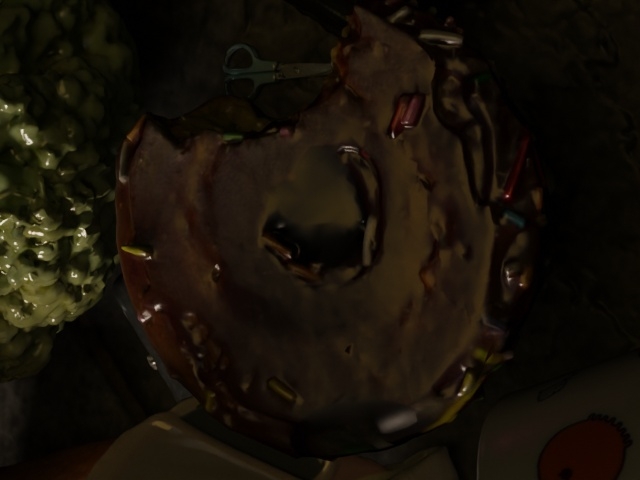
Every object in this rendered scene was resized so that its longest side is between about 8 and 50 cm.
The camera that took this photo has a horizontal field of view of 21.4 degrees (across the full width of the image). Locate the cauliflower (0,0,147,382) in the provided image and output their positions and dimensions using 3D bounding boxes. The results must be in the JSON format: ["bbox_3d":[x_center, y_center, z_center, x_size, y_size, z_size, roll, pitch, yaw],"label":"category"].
[{"bbox_3d":[-0.232,-0.064,0.950,0.281,0.260,0.327,21,114,-9],"label":"cauliflower"}]

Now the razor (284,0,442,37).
[{"bbox_3d":[0.041,-0.281,0.890,0.204,0.113,0.349,32,100,25],"label":"razor"}]

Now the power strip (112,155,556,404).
[{"bbox_3d":[0.000,0.000,0.943,0.256,0.070,0.105,-37,74,20],"label":"power strip"}]

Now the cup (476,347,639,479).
[{"bbox_3d":[0.256,0.116,0.745,0.317,0.212,0.212,-24,81,23],"label":"cup"}]

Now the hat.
[{"bbox_3d":[-0.023,0.196,0.870,0.226,0.219,0.164,1,118,10],"label":"hat"}]

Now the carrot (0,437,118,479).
[{"bbox_3d":[-0.121,0.147,1.003,0.205,0.072,0.072,-21,82,23],"label":"carrot"}]

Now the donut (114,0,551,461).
[{"bbox_3d":[0.016,-0.004,0.845,0.230,0.096,0.216,-37,77,21],"label":"donut"}]

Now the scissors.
[{"bbox_3d":[-0.020,-0.099,0.984,0.083,0.006,0.036,-1,89,26],"label":"scissors"}]
